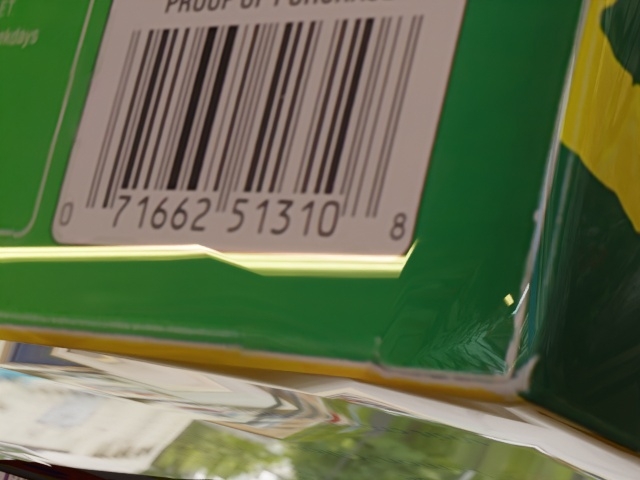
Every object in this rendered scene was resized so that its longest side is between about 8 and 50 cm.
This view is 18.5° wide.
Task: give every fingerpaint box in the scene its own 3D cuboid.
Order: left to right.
[{"bbox_3d":[0.000,0.000,0.599,0.444,0.163,0.371,2,-17,43],"label":"fingerpaint box"}]

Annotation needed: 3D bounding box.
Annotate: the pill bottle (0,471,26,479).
[{"bbox_3d":[-0.074,0.137,0.974,0.193,0.108,0.108,23,-11,26],"label":"pill bottle"}]
